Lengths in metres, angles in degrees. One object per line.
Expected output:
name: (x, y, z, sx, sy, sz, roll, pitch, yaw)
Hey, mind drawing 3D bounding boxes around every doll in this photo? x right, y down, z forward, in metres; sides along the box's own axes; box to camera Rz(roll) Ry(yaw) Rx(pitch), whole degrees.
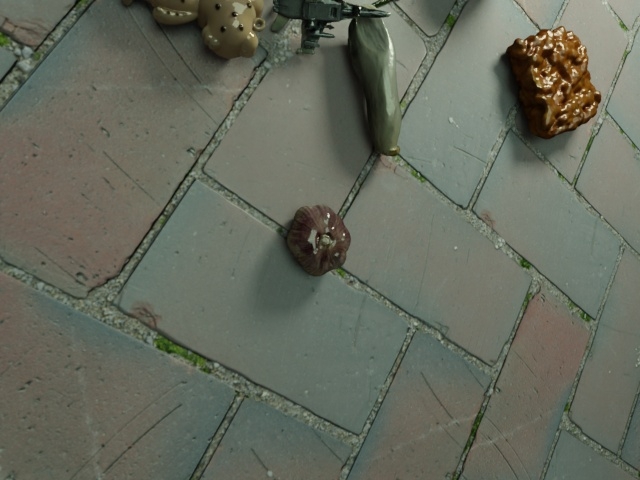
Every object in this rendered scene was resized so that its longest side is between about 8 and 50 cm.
doll: (-0.245, -0.472, 0.857, 0.277, 0.119, 0.154, 23, 78, -13)

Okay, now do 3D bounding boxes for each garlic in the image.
garlic: (0.000, 0.000, 0.958, 0.147, 0.102, 0.159, -6, 92, -27)

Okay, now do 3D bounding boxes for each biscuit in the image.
biscuit: (0.718, -0.483, 1.310, 0.318, 0.110, 0.312, -24, 98, -24)

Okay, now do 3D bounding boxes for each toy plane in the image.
toy plane: (0.024, -0.503, 0.943, 0.261, 0.088, 0.192, 7, 126, 3)

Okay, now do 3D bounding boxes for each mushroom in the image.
mushroom: (0.136, -0.374, 1.029, 0.097, 0.109, 0.352, -13, 94, -23)

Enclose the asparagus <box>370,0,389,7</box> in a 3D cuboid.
asparagus: (0.167, -0.612, 1.102, 0.127, 0.015, 0.018, -33, 112, -22)
